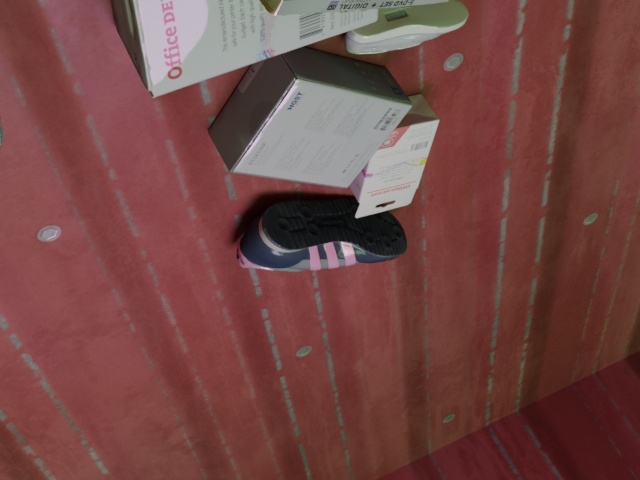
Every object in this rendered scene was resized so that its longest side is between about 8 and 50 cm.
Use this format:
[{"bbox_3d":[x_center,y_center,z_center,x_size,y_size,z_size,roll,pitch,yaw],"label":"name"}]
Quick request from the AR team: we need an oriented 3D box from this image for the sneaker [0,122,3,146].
[{"bbox_3d":[-0.431,-0.124,1.302,0.104,0.125,0.262,-11,143,-26],"label":"sneaker"}]

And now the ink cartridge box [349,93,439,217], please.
[{"bbox_3d":[0.106,-0.132,1.776,0.115,0.067,0.198,-14,143,-23],"label":"ink cartridge box"}]

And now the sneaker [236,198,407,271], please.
[{"bbox_3d":[0.000,0.000,1.862,0.319,0.112,0.131,5,151,-39],"label":"sneaker"}]

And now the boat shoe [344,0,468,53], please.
[{"bbox_3d":[0.119,-0.299,1.564,0.184,0.066,0.063,-20,161,-20],"label":"boat shoe"}]

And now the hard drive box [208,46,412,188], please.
[{"bbox_3d":[-0.013,-0.176,1.598,0.232,0.089,0.181,6,133,-44],"label":"hard drive box"}]

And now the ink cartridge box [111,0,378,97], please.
[{"bbox_3d":[-0.089,-0.326,1.291,0.306,0.131,0.226,-20,147,-15],"label":"ink cartridge box"}]

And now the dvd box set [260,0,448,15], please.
[{"bbox_3d":[0.132,-0.411,1.126,0.307,0.062,0.420,-15,151,-44],"label":"dvd box set"}]
